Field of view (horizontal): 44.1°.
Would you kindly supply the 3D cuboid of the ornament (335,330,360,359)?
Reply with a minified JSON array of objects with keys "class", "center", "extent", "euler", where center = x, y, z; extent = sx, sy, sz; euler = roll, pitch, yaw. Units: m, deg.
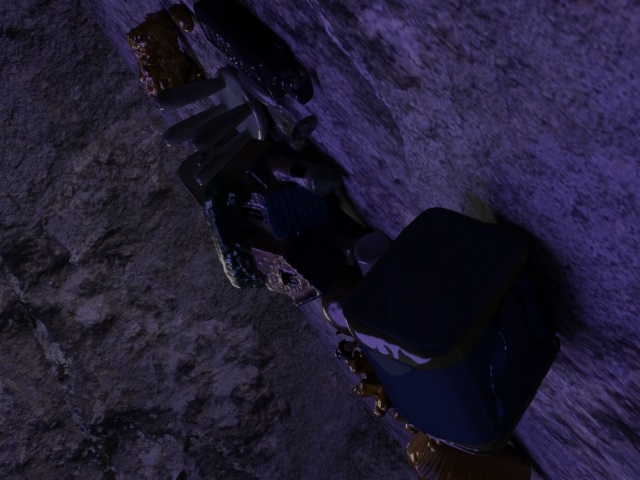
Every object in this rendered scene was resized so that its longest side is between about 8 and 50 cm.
[{"class":"ornament","center":[0.107,0.222,2.018],"extent":[0.166,0.196,0.153],"euler":[41,166,45]}]

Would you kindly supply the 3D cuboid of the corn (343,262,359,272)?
[{"class":"corn","center":[0.000,0.000,1.947],"extent":[0.363,0.120,0.120],"euler":[54,170,-8]}]

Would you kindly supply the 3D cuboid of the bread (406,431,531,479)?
[{"class":"bread","center":[0.345,0.518,1.831],"extent":[0.288,0.119,0.152],"euler":[20,-169,-16]}]

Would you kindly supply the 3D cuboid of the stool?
[{"class":"stool","center":[-0.248,-0.270,1.820],"extent":[0.195,0.198,0.195],"euler":[46,158,20]}]

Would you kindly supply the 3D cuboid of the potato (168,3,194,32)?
[{"class":"potato","center":[-0.317,-0.510,1.809],"extent":[0.083,0.040,0.051],"euler":[50,179,25]}]

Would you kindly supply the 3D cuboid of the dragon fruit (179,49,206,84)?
[{"class":"dragon fruit","center":[-0.364,-0.452,2.165],"extent":[0.097,0.063,0.131],"euler":[38,163,54]}]

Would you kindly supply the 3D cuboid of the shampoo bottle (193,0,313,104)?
[{"class":"shampoo bottle","center":[-0.117,-0.334,1.419],"extent":[0.309,0.071,0.098],"euler":[46,167,33]}]

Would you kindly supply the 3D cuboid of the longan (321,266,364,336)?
[{"class":"longan","center":[0.095,0.145,1.847],"extent":[0.167,0.187,0.168],"euler":[0,-90,-80]}]

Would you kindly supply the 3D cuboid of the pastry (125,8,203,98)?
[{"class":"pastry","center":[-0.407,-0.466,2.067],"extent":[0.102,0.154,0.250],"euler":[29,147,42]}]

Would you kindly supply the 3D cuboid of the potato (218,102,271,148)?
[{"class":"potato","center":[-0.180,-0.230,1.979],"extent":[0.261,0.120,0.100],"euler":[50,176,15]}]

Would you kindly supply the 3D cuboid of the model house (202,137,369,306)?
[{"class":"model house","center":[-0.054,-0.034,1.687],"extent":[0.280,0.245,0.312],"euler":[18,139,29]}]

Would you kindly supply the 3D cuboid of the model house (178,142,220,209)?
[{"class":"model house","center":[-0.280,-0.197,2.414],"extent":[0.205,0.218,0.279],"euler":[53,-176,-1]}]

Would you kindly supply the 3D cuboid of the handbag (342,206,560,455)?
[{"class":"handbag","center":[0.187,0.121,1.088],"extent":[0.222,0.263,0.241],"euler":[15,144,39]}]

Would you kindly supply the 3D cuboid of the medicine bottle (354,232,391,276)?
[{"class":"medicine bottle","center":[0.122,0.050,1.661],"extent":[0.080,0.080,0.130],"euler":[45,168,36]}]

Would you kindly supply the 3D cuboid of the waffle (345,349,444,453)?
[{"class":"waffle","center":[0.202,0.205,1.271],"extent":[0.259,0.293,0.069],"euler":[38,144,21]}]

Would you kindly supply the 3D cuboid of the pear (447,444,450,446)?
[{"class":"pear","center":[0.309,0.372,1.736],"extent":[0.167,0.136,0.167],"euler":[6,98,44]}]

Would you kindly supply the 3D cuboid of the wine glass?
[{"class":"wine glass","center":[-0.090,-0.276,1.532],"extent":[0.198,0.066,0.066],"euler":[47,169,26]}]
